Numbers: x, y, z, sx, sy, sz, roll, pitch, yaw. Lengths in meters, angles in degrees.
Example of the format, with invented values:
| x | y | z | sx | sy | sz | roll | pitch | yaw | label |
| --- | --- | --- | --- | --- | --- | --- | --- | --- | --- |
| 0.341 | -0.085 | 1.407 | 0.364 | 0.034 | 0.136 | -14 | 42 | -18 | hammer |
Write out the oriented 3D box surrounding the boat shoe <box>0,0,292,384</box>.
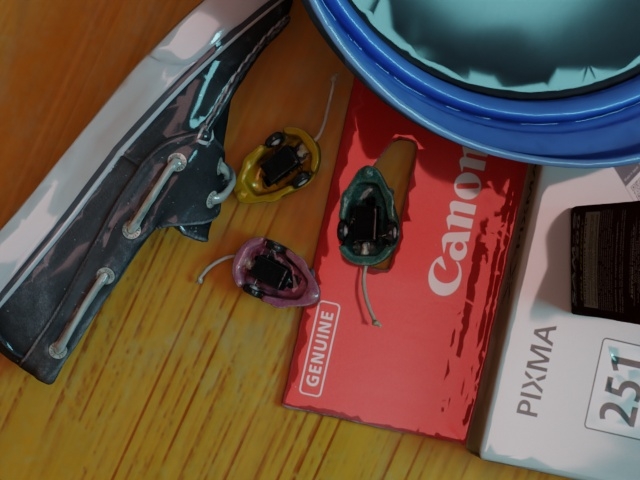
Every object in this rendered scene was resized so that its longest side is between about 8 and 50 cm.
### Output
| x | y | z | sx | sy | sz | roll | pitch | yaw | label |
| --- | --- | --- | --- | --- | --- | --- | --- | --- | --- |
| -0.101 | -0.041 | 1.190 | 0.102 | 0.108 | 0.301 | 40 | 89 | -1 | boat shoe |

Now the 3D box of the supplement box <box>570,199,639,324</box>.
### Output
| x | y | z | sx | sy | sz | roll | pitch | yaw | label |
| --- | --- | --- | --- | --- | --- | --- | --- | --- | --- |
| 0.230 | 0.014 | 1.077 | 0.130 | 0.239 | 0.073 | 1 | 90 | -5 | supplement box |

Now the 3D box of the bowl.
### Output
| x | y | z | sx | sy | sz | roll | pitch | yaw | label |
| --- | --- | --- | --- | --- | --- | --- | --- | --- | --- |
| 0.147 | -0.239 | 1.104 | 0.391 | 0.077 | 0.391 | -4 | 104 | -17 | bowl |

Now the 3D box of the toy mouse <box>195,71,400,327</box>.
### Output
| x | y | z | sx | sy | sz | roll | pitch | yaw | label |
| --- | --- | --- | --- | --- | --- | --- | --- | --- | --- |
| 0.000 | 0.000 | 1.219 | 0.161 | 0.031 | 0.143 | -42 | 75 | 10 | toy mouse |

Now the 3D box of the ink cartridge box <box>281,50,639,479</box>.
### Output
| x | y | z | sx | sy | sz | roll | pitch | yaw | label |
| --- | --- | --- | --- | --- | --- | --- | --- | --- | --- |
| 0.134 | -0.005 | 1.223 | 0.261 | 0.066 | 0.296 | 12 | 87 | -4 | ink cartridge box |
